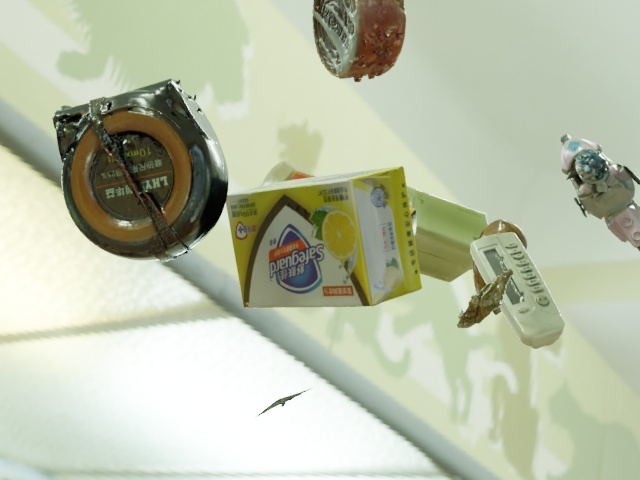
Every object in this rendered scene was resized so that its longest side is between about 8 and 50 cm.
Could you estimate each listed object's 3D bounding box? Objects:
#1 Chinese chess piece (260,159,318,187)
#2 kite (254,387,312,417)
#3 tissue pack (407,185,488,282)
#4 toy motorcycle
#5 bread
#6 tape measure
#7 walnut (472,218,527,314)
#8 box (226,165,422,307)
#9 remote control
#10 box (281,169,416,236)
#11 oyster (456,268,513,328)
[{"bbox_3d":[0.008,-0.051,2.355,0.273,0.102,0.273,31,5,-3],"label":"Chinese chess piece"},{"bbox_3d":[-0.068,0.289,2.198,0.122,0.004,0.090,-26,-15,-2],"label":"kite"},{"bbox_3d":[0.239,-0.011,2.702,0.234,0.125,0.159,18,-37,-31],"label":"tissue pack"},{"bbox_3d":[0.473,-0.089,2.071,0.239,0.108,0.204,42,6,16],"label":"toy motorcycle"},{"bbox_3d":[0.049,-0.292,1.637,0.073,0.160,0.160,-5,-17,-26],"label":"bread"},{"bbox_3d":[-0.218,-0.082,1.521,0.202,0.223,0.135,-14,-5,12],"label":"tape measure"},{"bbox_3d":[0.364,0.055,2.484,0.116,0.207,0.116,2,17,-1],"label":"walnut"},{"bbox_3d":[0.000,0.000,1.608,0.097,0.168,0.265,-13,7,-41],"label":"box"},{"bbox_3d":[0.339,0.085,2.113,0.090,0.230,0.049,-14,-38,-11],"label":"remote control"},{"bbox_3d":[0.022,-0.023,2.048,0.240,0.153,0.074,19,-50,22],"label":"box"},{"bbox_3d":[0.201,0.075,1.499,0.034,0.051,0.093,43,-59,7],"label":"oyster"}]
